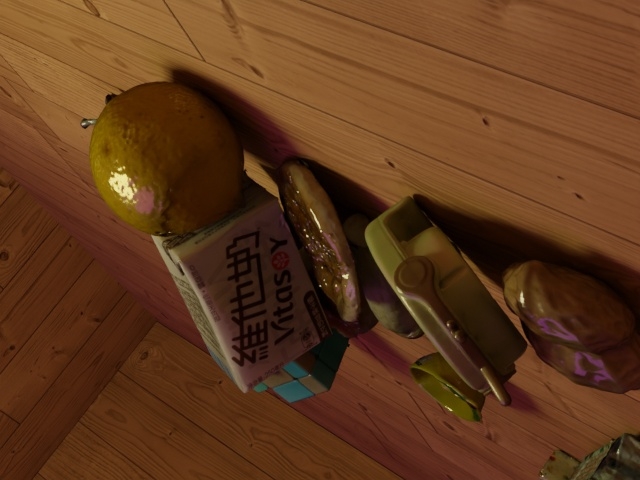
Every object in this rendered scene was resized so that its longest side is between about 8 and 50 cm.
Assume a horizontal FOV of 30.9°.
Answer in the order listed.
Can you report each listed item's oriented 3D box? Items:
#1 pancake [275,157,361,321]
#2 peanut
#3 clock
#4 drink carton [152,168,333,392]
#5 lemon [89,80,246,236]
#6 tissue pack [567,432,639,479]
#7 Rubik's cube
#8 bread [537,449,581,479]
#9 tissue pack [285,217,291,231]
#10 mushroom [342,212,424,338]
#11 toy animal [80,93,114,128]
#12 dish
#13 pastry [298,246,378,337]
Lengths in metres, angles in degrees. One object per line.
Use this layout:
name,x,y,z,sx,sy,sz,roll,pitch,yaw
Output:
pancake,0.001,0.000,1.786,0.282,0.049,0.282,61,169,21
peanut,0.306,0.099,1.404,0.196,0.110,0.233,35,167,43
clock,0.175,0.088,1.486,0.235,0.096,0.308,51,-174,-25
drink carton,-0.124,0.075,1.924,0.132,0.194,0.325,37,155,48
lemon,-0.239,-0.127,1.769,0.253,0.228,0.228,38,169,36
tissue pack,0.532,0.439,1.909,0.228,0.128,0.311,35,167,10
Rubik's cube,-0.070,0.190,2.392,0.213,0.265,0.224,41,139,-21
bread,0.491,0.459,2.182,0.153,0.068,0.028,31,166,27
tissue pack,-0.148,0.050,2.155,0.198,0.206,0.287,31,164,26
mushroom,0.104,0.067,1.854,0.100,0.081,0.312,28,162,30
toy animal,-0.321,-0.170,2.134,0.255,0.090,0.170,42,161,-28
dish,0.246,0.253,2.101,0.149,0.080,0.207,48,164,-23
pastry,0.028,0.082,2.052,0.192,0.093,0.182,47,164,-7
